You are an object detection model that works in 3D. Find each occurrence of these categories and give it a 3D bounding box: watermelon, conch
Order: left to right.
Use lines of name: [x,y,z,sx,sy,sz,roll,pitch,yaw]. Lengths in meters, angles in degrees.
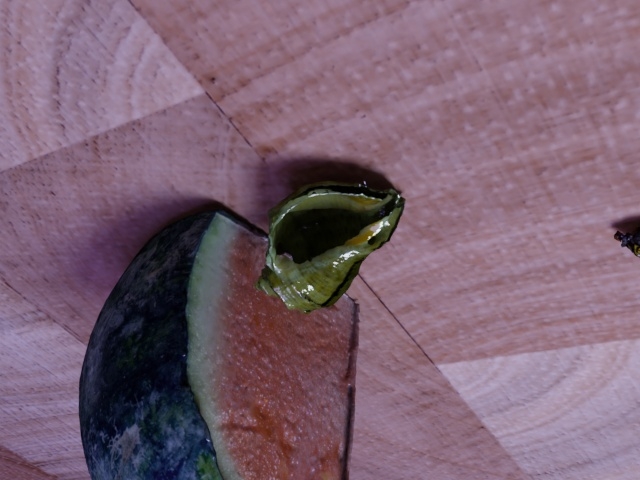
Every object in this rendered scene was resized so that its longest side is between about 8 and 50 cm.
watermelon: [-0.048,0.114,0.598,0.226,0.318,0.148,-14,151,-33]
conch: [0.000,0.000,0.552,0.121,0.074,0.089,-33,149,18]

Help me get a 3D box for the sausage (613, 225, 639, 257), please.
sausage: [0.287,0.008,0.511,0.198,0.025,0.028,6,139,11]
